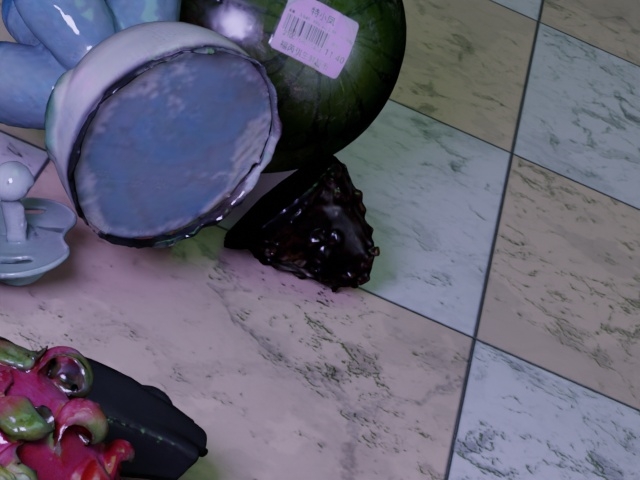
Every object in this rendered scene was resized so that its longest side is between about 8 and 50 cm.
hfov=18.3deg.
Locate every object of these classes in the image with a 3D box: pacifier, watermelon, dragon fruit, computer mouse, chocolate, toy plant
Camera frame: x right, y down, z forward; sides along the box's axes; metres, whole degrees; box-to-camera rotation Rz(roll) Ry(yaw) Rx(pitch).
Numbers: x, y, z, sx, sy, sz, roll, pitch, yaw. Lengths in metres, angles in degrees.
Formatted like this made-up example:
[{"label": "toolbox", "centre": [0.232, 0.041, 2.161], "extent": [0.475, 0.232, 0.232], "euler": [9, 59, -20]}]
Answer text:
[{"label": "pacifier", "centre": [-0.300, -0.023, 1.913], "extent": [0.127, 0.116, 0.150], "euler": [1, 32, 7]}, {"label": "watermelon", "centre": [-0.078, -0.235, 2.210], "extent": [0.363, 0.363, 0.363], "euler": [19, 29, -11]}, {"label": "dragon fruit", "centre": [-0.263, 0.160, 1.502], "extent": [0.198, 0.218, 0.273], "euler": [31, 11, -42]}, {"label": "computer mouse", "centre": [-0.211, 0.144, 1.687], "extent": [0.264, 0.088, 0.147], "euler": [12, 9, -28]}, {"label": "chocolate", "centre": [0.000, 0.000, 2.118], "extent": [0.133, 0.156, 0.156], "euler": [50, 26, -10]}, {"label": "toy plant", "centre": [-0.217, -0.174, 1.976], "extent": [0.247, 0.247, 0.332], "euler": [-1, 37, -39]}]

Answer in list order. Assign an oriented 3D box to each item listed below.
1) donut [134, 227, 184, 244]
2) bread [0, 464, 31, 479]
[{"label": "donut", "centre": [-0.214, -0.054, 2.079], "extent": [0.117, 0.065, 0.166], "euler": [5, 33, -35]}, {"label": "bread", "centre": [-0.310, 0.235, 1.256], "extent": [0.395, 0.239, 0.264], "euler": [26, 2, 0]}]
